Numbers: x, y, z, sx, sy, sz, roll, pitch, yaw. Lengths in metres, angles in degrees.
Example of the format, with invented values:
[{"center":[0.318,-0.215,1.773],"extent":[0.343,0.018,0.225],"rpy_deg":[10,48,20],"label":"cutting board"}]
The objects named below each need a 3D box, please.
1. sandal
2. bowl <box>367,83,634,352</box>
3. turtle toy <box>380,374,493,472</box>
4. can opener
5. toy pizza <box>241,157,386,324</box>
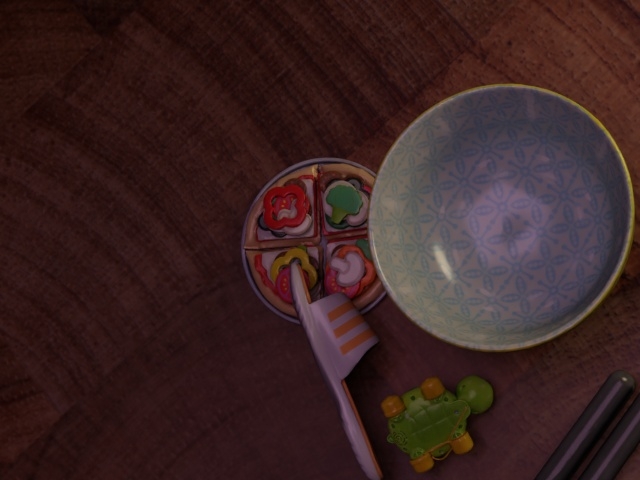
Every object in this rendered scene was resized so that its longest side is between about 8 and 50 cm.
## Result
[{"center":[0.037,0.140,2.001],"extent":[0.076,0.102,0.265],"rpy_deg":[-23,88,-2],"label":"sandal"},{"center":[0.209,-0.013,1.940],"extent":[0.289,0.156,0.289],"rpy_deg":[-3,79,17],"label":"bowl"},{"center":[0.132,0.193,1.973],"extent":[0.130,0.066,0.095],"rpy_deg":[-26,97,8],"label":"turtle toy"},{"center":[0.261,0.267,1.905],"extent":[0.076,0.095,0.283],"rpy_deg":[36,92,19],"label":"can opener"},{"center":[0.000,0.000,2.067],"extent":[0.201,0.032,0.201],"rpy_deg":[-3,79,16],"label":"toy pizza"}]
